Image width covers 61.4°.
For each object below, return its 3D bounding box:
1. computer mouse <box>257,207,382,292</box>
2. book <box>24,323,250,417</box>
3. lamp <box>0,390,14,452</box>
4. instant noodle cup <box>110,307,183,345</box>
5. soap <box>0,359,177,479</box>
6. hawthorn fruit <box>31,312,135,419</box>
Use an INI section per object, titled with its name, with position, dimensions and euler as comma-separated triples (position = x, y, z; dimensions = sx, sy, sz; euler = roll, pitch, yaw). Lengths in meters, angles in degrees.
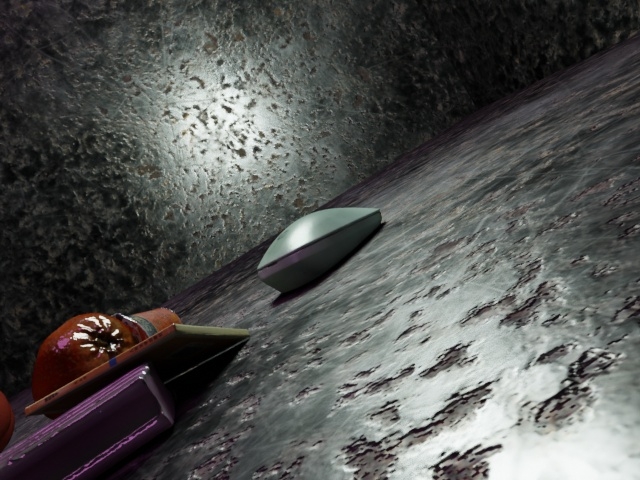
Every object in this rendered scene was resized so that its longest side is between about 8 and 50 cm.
[computer mouse]
position = -0.004, -0.005, 0.978
dimensions = 0.160, 0.097, 0.288
euler = -29, 6, 40
[book]
position = -0.231, 0.169, 0.707
dimensions = 0.242, 0.018, 0.170
euler = -29, -21, 14
[lamp]
position = -0.677, 0.350, 0.966
dimensions = 0.227, 0.226, 0.227
euler = -31, 6, 4
[instant noodle cup]
position = -0.322, 0.181, 0.984
dimensions = 0.127, 0.127, 0.136
euler = -30, -2, 18
[soap]
position = -0.255, 0.214, 0.566
dimensions = 0.203, 0.065, 0.122
euler = -33, 4, -13
[hawthorn fruit]
position = -0.418, 0.228, 0.877
dimensions = 0.286, 0.165, 0.165
euler = -30, 6, 28
